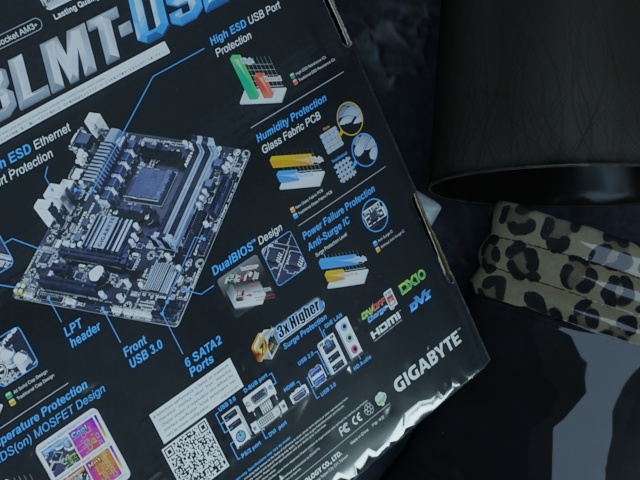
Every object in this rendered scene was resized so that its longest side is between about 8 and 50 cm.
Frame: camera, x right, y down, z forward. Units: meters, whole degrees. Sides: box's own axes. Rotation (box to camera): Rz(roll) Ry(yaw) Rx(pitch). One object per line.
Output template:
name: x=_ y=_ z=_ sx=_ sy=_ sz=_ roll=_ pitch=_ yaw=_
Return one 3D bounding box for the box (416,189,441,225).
box: x=0.000 y=0.000 z=0.806 sx=0.101 sy=0.087 sz=0.102 roll=29 pitch=89 yaw=-4

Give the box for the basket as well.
basket: x=0.145 y=-0.140 z=0.781 sx=0.204 sy=0.154 sz=0.227 roll=4 pitch=82 yaw=-44

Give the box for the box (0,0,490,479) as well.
box: x=-0.085 y=0.009 z=0.637 sx=0.295 sy=0.073 sz=0.293 roll=-35 pitch=106 yaw=-32

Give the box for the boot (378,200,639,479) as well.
boot: x=0.209 y=0.162 z=0.800 sx=0.377 sy=0.138 sz=0.284 roll=20 pitch=86 yaw=-5
